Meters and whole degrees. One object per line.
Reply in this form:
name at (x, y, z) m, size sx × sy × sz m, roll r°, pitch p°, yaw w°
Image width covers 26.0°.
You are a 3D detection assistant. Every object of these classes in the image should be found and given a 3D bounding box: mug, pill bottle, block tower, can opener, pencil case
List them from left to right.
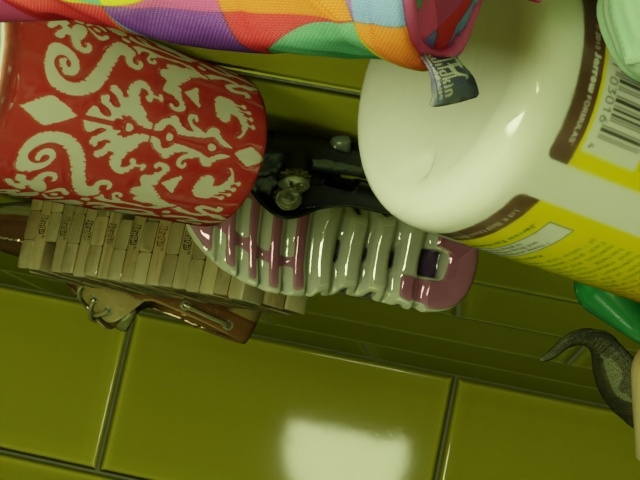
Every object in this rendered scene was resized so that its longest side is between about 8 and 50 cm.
mug at (-0.129, -0.079, 0.763) m, size 0.169 × 0.113 × 0.150 m, roll 13°, pitch -151°, yaw -37°
pencil case at (-0.053, -0.105, 0.437) m, size 0.236 × 0.104 × 0.104 m, roll 10°, pitch 171°, yaw 23°
block tower at (-0.148, 0.006, 1.302) m, size 0.335 × 0.097 × 0.091 m, roll 3°, pitch 169°, yaw 40°
can opener at (0.034, -0.042, 0.914) m, size 0.186 × 0.073 × 0.059 m, roll 9°, pitch 133°, yaw -3°
pill bottle at (0.130, -0.036, 0.563) m, size 0.215 × 0.117 × 0.117 m, roll 18°, pitch 170°, yaw -32°

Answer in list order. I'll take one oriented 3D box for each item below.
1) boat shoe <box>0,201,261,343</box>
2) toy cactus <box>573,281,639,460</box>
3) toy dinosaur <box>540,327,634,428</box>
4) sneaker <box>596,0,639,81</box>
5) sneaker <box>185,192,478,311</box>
boat shoe at (-0.213, 0.038, 1.503) m, size 0.324 × 0.119 × 0.122 m, roll 12°, pitch 171°, yaw -3°
toy cactus at (0.202, 0.033, 0.765) m, size 0.219 × 0.180 × 0.112 m, roll 12°, pitch -167°, yaw 33°
toy dinosaur at (0.305, 0.118, 1.076) m, size 0.314 × 0.121 × 0.160 m, roll -8°, pitch 160°, yaw -23°
sneaker at (0.119, -0.073, 0.387) m, size 0.256 × 0.094 × 0.151 m, roll 16°, pitch 165°, yaw -42°
sneaker at (0.000, 0.000, 1.089) m, size 0.236 × 0.095 × 0.104 m, roll 14°, pitch 179°, yaw -18°
